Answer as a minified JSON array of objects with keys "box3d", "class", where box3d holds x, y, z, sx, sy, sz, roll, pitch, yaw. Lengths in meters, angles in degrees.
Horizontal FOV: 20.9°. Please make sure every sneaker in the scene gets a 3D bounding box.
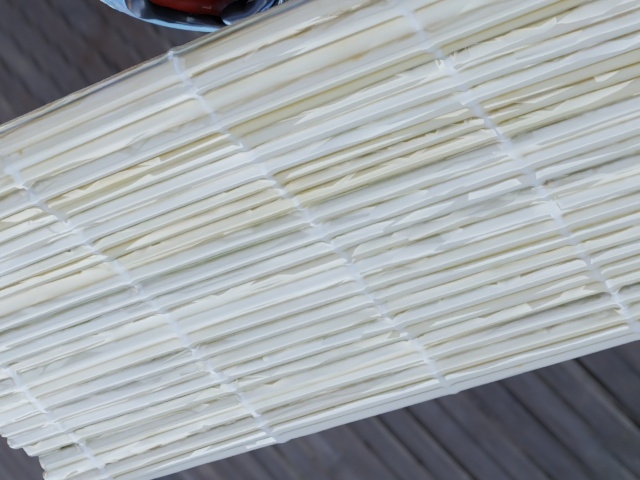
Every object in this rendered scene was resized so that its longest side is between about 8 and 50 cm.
[{"box3d":[-0.025,-0.117,0.810,0.073,0.162,0.063,-124,33,-57],"class":"sneaker"}]

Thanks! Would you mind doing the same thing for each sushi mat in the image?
[{"box3d":[0.000,0.000,0.490,0.316,0.019,0.151,-19,132,31],"class":"sushi mat"}]
